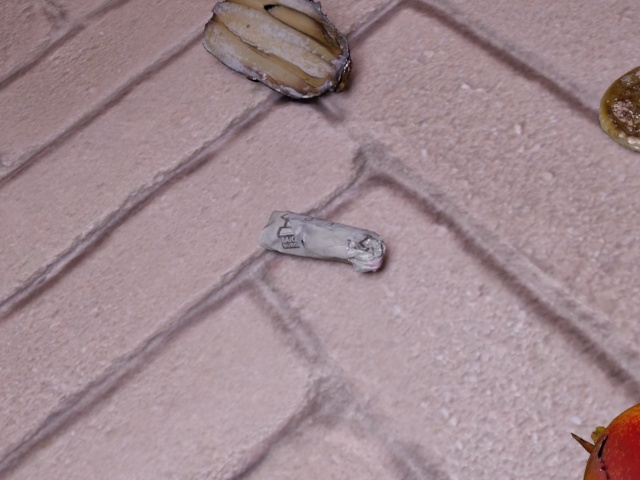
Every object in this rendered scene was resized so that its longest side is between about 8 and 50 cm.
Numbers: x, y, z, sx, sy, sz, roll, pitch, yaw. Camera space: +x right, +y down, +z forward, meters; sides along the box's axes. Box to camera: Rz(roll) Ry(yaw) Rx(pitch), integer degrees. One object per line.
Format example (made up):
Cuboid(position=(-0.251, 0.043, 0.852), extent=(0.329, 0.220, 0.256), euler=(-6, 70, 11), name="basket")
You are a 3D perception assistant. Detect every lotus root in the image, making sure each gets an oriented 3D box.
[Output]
Cuboid(position=(-0.056, -0.321, 1.444), extent=(0.329, 0.078, 0.167), euler=(39, 101, 36), name="lotus root")

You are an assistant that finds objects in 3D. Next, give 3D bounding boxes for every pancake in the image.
Cuboid(position=(0.446, -0.180, 1.157), extent=(0.158, 0.028, 0.158), euler=(-12, 56, 18), name="pancake")

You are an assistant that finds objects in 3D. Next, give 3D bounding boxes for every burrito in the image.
Cuboid(position=(-0.001, 0.000, 1.206), extent=(0.203, 0.064, 0.064), euler=(15, 64, 32), name="burrito")

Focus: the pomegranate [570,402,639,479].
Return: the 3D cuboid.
Cuboid(position=(0.341, 0.235, 0.813), extent=(0.210, 0.210, 0.235), euler=(-38, 24, -5), name="pomegranate")
